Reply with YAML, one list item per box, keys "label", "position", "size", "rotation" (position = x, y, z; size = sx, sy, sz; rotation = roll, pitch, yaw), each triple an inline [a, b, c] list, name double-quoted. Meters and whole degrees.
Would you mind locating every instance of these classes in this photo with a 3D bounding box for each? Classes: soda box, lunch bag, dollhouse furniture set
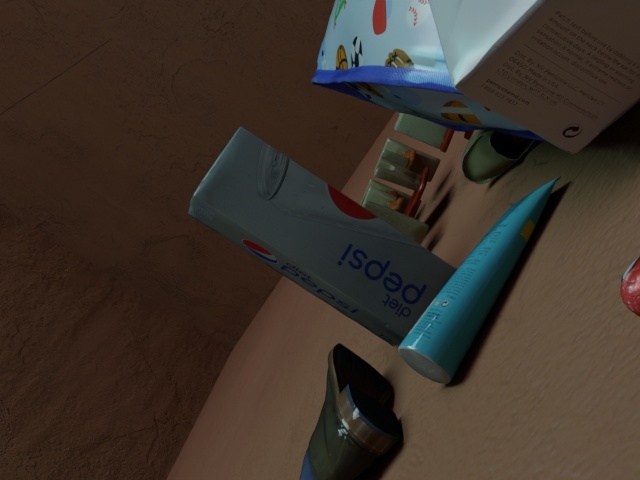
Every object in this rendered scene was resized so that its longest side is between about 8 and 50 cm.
- label: "soda box"
  position: [0.000, 0.000, 0.930]
  size: [0.098, 0.286, 0.091]
  rotation: [-57, 4, -16]
- label: "lunch bag"
  position: [0.167, -0.263, 0.762]
  size: [0.385, 0.239, 0.327]
  rotation: [-144, 69, -77]
- label: "dollhouse furniture set"
  position: [0.141, -0.076, 1.201]
  size: [0.262, 0.135, 0.259]
  rotation: [-66, -1, -63]

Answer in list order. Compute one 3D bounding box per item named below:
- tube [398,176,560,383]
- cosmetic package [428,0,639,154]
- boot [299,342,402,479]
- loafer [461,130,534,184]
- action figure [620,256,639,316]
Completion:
- label: "tube"
  position: [0.144, 0.029, 0.749]
  size: [0.207, 0.052, 0.080]
  rotation: [-54, 8, -19]
- label: "cosmetic package"
  position: [0.159, -0.277, 0.443]
  size: [0.284, 0.097, 0.377]
  rotation: [-43, 38, 35]
- label: "boot"
  position: [0.016, 0.180, 0.848]
  size: [0.106, 0.082, 0.219]
  rotation: [-54, 7, 9]
- label: "loafer"
  position: [0.205, -0.110, 0.959]
  size: [0.050, 0.056, 0.148]
  rotation: [-53, 1, -41]
- label: "action figure"
  position: [0.224, -0.086, 0.415]
  size: [0.280, 0.091, 0.139]
  rotation: [-56, 11, 5]
